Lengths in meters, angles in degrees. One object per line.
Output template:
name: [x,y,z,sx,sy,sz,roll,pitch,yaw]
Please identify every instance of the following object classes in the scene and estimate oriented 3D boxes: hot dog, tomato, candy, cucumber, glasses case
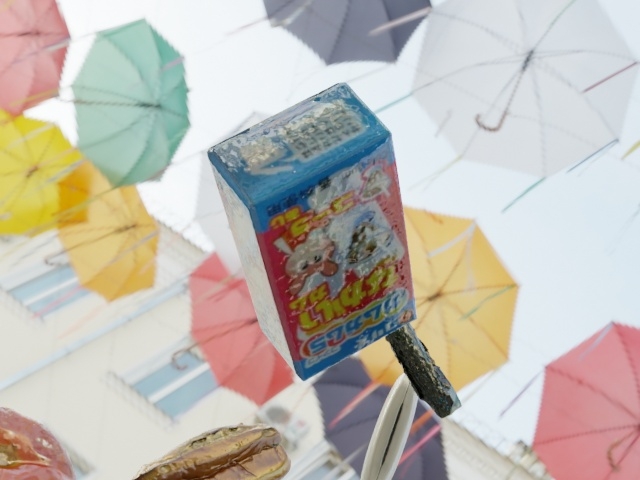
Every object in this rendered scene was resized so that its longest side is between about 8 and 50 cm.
hot dog: [-0.164,0.341,1.687,0.072,0.269,0.115,-13,-91,54]
tomato: [-0.471,0.351,1.592,0.260,0.260,0.180,37,-70,21]
candy: [0.001,0.001,1.171,0.100,0.157,0.306,51,-17,36]
cucumber: [0.100,0.117,1.486,0.044,0.043,0.256,-37,-102,24]
glasses case: [0.102,0.290,1.684,0.049,0.197,0.076,20,-15,3]
